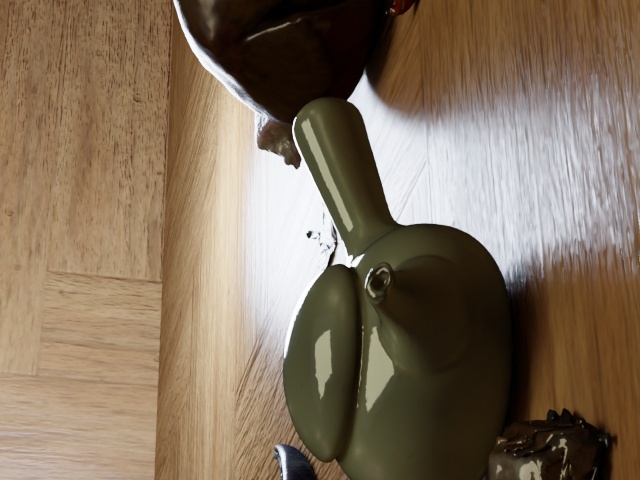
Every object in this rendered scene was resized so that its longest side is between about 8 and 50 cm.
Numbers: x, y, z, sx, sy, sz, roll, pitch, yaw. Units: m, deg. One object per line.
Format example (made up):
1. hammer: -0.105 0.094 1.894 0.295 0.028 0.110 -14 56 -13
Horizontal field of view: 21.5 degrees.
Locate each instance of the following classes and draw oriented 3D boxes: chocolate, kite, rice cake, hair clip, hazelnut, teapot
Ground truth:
1. chocolate: 0.116 0.263 0.999 0.102 0.065 0.329 166 111 -79
2. kite: 0.000 0.000 1.889 0.156 0.011 0.139 -153 71 -78
3. rice cake: -0.051 -0.264 2.145 0.070 0.064 0.399 117 157 -48
4. hair clip: -0.024 0.266 1.810 0.275 0.048 0.083 -103 19 -73
5. hazelnut: -0.034 -0.244 1.720 0.217 0.217 0.251 -104 -1 -60
6. teapot: 0.045 0.054 1.249 0.318 0.149 0.220 -106 26 -60

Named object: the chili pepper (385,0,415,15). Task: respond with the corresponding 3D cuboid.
1. chili pepper: 0.062 -0.403 1.577 0.137 0.092 0.368 93 -179 -67
